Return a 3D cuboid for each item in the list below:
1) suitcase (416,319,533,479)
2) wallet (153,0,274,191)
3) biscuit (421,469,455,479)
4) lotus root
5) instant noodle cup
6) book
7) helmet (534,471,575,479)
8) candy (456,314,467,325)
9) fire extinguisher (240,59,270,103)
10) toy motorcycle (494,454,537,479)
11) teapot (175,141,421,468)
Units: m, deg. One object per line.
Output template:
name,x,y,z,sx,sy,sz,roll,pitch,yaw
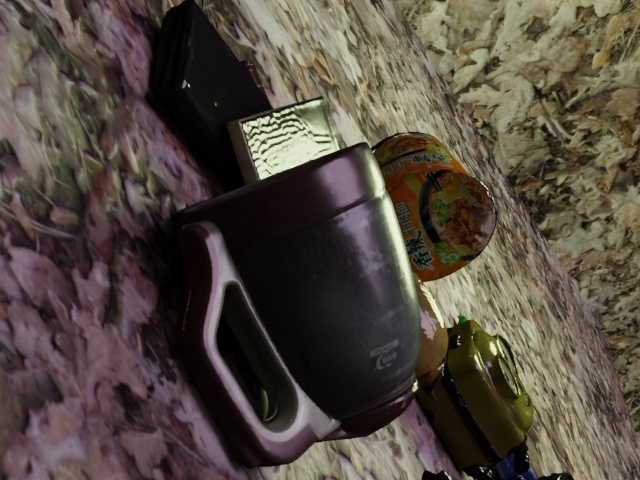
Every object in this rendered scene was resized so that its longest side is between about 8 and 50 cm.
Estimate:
suitcase,0.261,0.255,1.963,0.234,0.143,0.194,59,18,-15
wallet,-0.085,-0.118,1.609,0.406,0.062,0.228,52,21,-35
biscuit,0.217,0.439,1.718,0.151,0.063,0.235,59,9,-57
lotus root,0.136,0.140,1.814,0.125,0.118,0.220,-16,78,-55
instant noodle cup,0.167,-0.069,2.050,0.230,0.230,0.182,52,11,-35
book,0.000,0.000,1.590,0.262,0.028,0.373,-30,103,-63
helmet,0.340,0.500,1.828,0.230,0.161,0.278,41,43,-51
candy,0.282,0.208,2.280,0.102,0.032,0.178,66,16,-7
fire extinguisher,-0.092,-0.199,1.746,0.056,0.039,0.132,-15,79,-39
toy motorcycle,0.336,0.387,2.127,0.205,0.076,0.114,67,8,14
teapot,-0.025,0.084,1.303,0.315,0.233,0.312,-26,96,-44
